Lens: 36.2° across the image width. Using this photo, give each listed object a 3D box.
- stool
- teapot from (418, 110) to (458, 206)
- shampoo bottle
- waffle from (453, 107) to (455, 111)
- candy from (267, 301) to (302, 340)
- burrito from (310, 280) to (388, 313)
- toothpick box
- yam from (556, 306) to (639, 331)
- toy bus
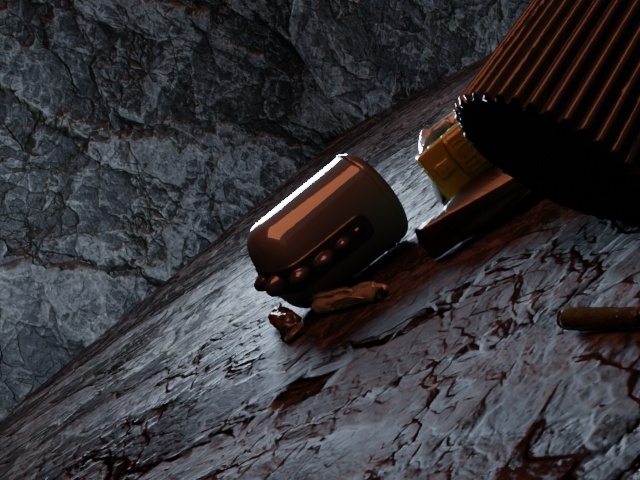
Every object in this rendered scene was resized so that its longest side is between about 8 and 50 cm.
[{"bbox_3d":[0.391,-0.236,1.318,0.330,0.297,0.297,-57,15,-9],"label":"stool"},{"bbox_3d":[0.303,-0.185,1.919,0.222,0.178,0.163,-30,10,21],"label":"teapot"},{"bbox_3d":[0.322,-0.092,1.709,0.350,0.084,0.125,-35,5,-5],"label":"shampoo bottle"},{"bbox_3d":[0.443,-0.299,2.124,0.324,0.151,0.261,-27,9,36],"label":"waffle"},{"bbox_3d":[-0.070,0.151,1.862,0.053,0.046,0.182,-37,13,-9],"label":"candy"},{"bbox_3d":[0.050,0.100,1.762,0.185,0.041,0.045,-19,9,46],"label":"burrito"},{"bbox_3d":[0.000,0.000,1.910,0.316,0.229,0.229,-39,12,-15],"label":"toothpick box"},{"bbox_3d":[0.315,0.087,1.082,0.033,0.027,0.129,-27,8,-26],"label":"yam"},{"bbox_3d":[0.330,-0.213,1.766,0.335,0.121,0.123,-40,-6,10],"label":"toy bus"}]
